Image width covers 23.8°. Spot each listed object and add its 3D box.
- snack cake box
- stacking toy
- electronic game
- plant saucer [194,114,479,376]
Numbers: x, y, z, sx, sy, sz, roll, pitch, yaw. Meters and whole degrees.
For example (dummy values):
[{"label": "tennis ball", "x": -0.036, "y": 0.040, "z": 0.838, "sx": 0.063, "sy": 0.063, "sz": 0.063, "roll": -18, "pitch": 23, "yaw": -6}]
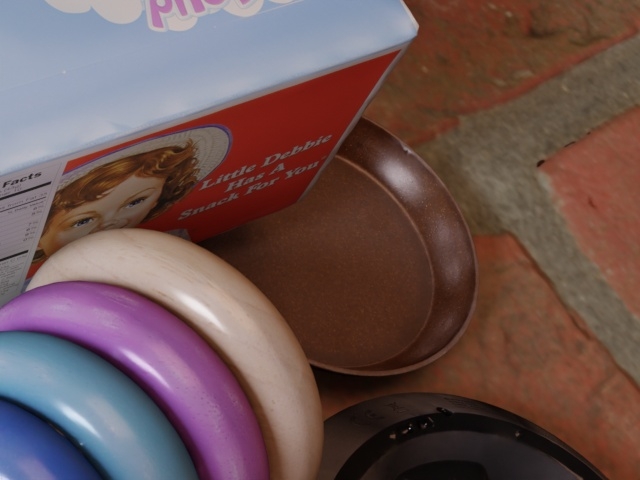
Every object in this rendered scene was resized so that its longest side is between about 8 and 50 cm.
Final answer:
[{"label": "snack cake box", "x": -0.110, "y": -0.043, "z": 0.612, "sx": 0.264, "sy": 0.152, "sz": 0.089, "roll": -22, "pitch": 72, "yaw": -29}, {"label": "stacking toy", "x": -0.131, "y": 0.125, "z": 0.489, "sx": 0.141, "sy": 0.141, "sz": 0.330, "roll": 42, "pitch": 40, "yaw": 4}, {"label": "electronic game", "x": 0.073, "y": 0.168, "z": 0.663, "sx": 0.229, "sy": 0.048, "sz": 0.229, "roll": 16, "pitch": 48, "yaw": -19}, {"label": "plant saucer", "x": 0.000, "y": 0.000, "z": 0.762, "sx": 0.168, "sy": 0.029, "sz": 0.168, "roll": 16, "pitch": 50, "yaw": -20}]
